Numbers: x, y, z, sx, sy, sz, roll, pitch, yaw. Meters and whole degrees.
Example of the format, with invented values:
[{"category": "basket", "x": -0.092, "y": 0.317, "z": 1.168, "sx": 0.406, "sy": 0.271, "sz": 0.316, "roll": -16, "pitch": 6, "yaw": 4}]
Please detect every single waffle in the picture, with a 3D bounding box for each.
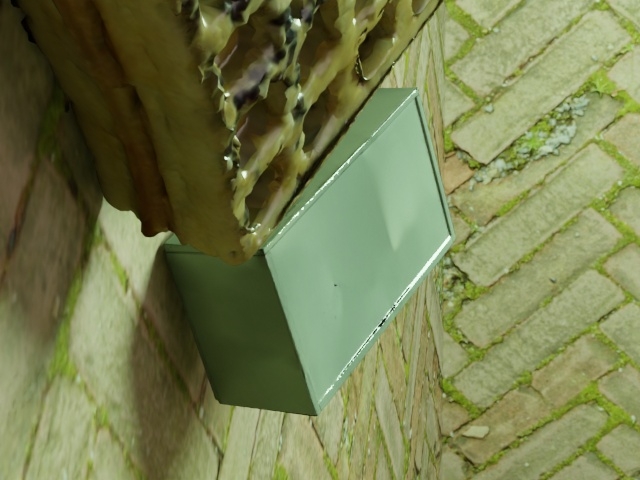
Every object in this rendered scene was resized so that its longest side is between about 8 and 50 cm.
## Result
[{"category": "waffle", "x": -0.002, "y": -0.194, "z": 0.746, "sx": 0.376, "sy": 0.114, "sz": 0.261, "roll": -55, "pitch": 157, "yaw": -24}]

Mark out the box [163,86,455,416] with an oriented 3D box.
[{"category": "box", "x": 0.000, "y": 0.000, "z": 0.965, "sx": 0.225, "sy": 0.086, "sz": 0.129, "roll": -47, "pitch": 129, "yaw": -45}]
